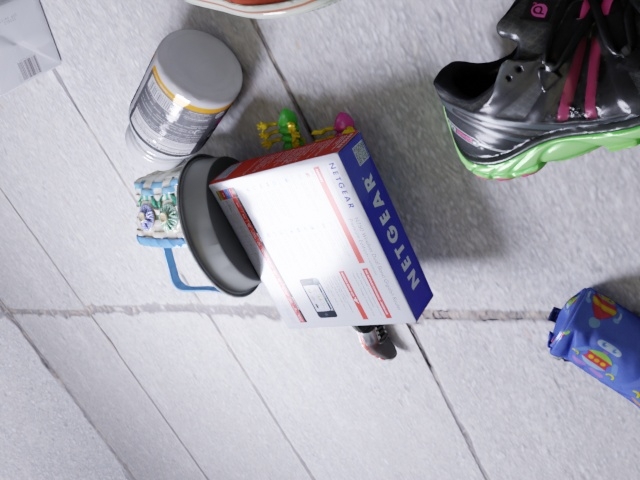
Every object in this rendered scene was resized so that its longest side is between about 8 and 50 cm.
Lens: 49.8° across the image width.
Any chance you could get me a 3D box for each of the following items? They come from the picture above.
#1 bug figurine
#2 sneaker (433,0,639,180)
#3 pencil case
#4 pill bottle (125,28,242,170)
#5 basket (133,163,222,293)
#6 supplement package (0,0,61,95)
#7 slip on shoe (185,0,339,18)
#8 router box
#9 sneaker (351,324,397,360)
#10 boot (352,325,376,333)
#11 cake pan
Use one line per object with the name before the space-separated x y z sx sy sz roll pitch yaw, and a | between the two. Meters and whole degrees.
bug figurine | 0.007 -0.132 1.238 0.279 0.072 0.216 10 129 33
sneaker | 0.318 -0.218 0.804 0.483 0.185 0.202 -22 112 48
pencil case | 0.498 0.199 1.073 0.306 0.119 0.133 34 117 12
pill bottle | -0.269 -0.254 1.304 0.162 0.162 0.278 47 143 -3
basket | -0.274 -0.019 1.487 0.255 0.201 0.289 -2 114 41
supplement package | -0.763 -0.457 1.536 0.293 0.177 0.175 18 135 29
slip on shoe | -0.096 -0.407 1.053 0.331 0.123 0.101 21 133 33
router box | 0.000 0.000 1.226 0.301 0.082 0.335 -8 118 39
sneaker | 0.112 0.189 1.455 0.158 0.061 0.065 47 135 -4
boot | 0.014 0.096 1.441 0.246 0.083 0.161 57 146 3
cake pan | -0.168 -0.036 1.337 0.054 0.293 0.293 -18 114 23
